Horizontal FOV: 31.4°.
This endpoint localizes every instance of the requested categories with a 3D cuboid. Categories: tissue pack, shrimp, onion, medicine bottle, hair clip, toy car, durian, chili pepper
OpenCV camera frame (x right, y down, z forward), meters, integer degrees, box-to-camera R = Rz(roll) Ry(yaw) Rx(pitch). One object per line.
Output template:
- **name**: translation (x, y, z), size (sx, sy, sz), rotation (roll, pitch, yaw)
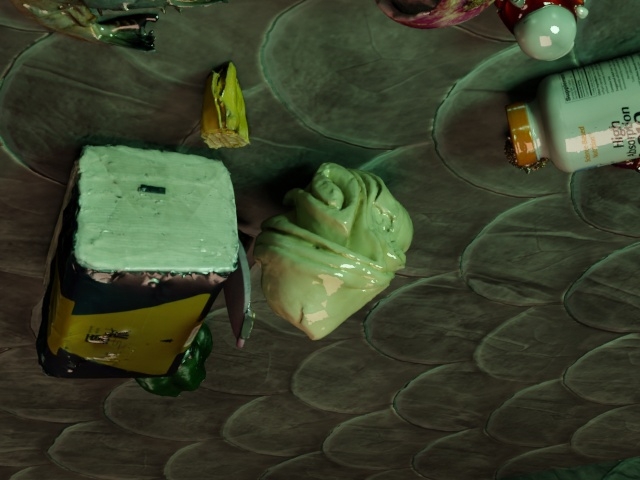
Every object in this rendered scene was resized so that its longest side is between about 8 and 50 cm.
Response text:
- **tissue pack**: translation (-0.322, 0.052, 1.923), size (0.264, 0.253, 0.416), rotation (5, 149, -20)
- **shrimp**: translation (-0.270, -0.307, 1.515), size (0.289, 0.075, 0.178), rotation (-3, 157, -7)
- **onion**: translation (0.166, -0.360, 1.407), size (0.200, 0.200, 0.207), rotation (4, 115, -16)
- **medicine bottle**: translation (0.432, -0.193, 1.740), size (0.288, 0.157, 0.157), rotation (-13, 148, 11)
- **hair clip**: translation (-0.143, 0.050, 1.894), size (0.095, 0.359, 0.110), rotation (40, 103, -21)
- **toy car**: translation (0.303, -0.305, 1.575), size (0.112, 0.112, 0.139), rotation (-29, 143, 33)
- **durian**: translation (0.342, -0.152, 1.876), size (0.091, 0.080, 0.080), rotation (29, 136, -28)
- **chili pepper**: translation (-0.319, 0.207, 2.272), size (0.173, 0.165, 0.261), rotation (0, 149, 13)

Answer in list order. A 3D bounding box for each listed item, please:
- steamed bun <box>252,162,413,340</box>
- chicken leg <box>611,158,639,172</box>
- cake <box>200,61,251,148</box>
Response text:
- **steamed bun**: translation (0.001, 0.000, 1.884), size (0.203, 0.289, 0.276), rotation (54, 159, -18)
- **chicken leg**: translation (0.549, -0.155, 1.932), size (0.205, 0.053, 0.093), rotation (-29, 119, 22)
- **cake**: translation (-0.152, -0.203, 1.738), size (0.079, 0.116, 0.185), rotation (-6, -179, 8)
